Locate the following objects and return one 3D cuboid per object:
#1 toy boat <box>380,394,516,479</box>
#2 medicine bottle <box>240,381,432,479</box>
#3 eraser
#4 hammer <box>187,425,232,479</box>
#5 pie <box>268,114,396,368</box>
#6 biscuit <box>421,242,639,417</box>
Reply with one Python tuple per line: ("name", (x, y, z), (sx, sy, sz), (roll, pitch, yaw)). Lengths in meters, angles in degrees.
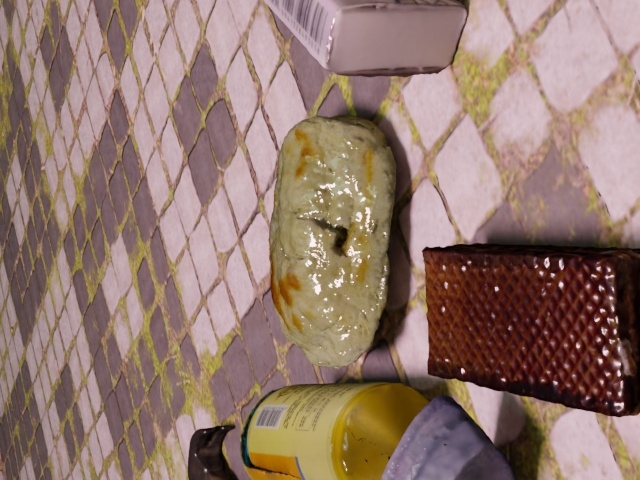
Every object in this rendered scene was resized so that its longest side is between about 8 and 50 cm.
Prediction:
("toy boat", (0.098, 0.264, 0.960), (0.078, 0.127, 0.283), (34, 124, 56))
("medicine bottle", (0.025, 0.193, 1.099), (0.239, 0.124, 0.124), (-12, 86, 63))
("eraser", (0.018, -0.219, 1.007), (0.210, 0.124, 0.068), (55, 143, 44))
("hammer", (-0.066, 0.384, 1.410), (0.440, 0.044, 0.168), (44, 136, 51))
("pie", (0.000, 0.000, 1.134), (0.201, 0.090, 0.248), (-155, 66, -63))
("biscuit", (0.161, 0.056, 0.849), (0.252, 0.070, 0.106), (3, 98, 64))
